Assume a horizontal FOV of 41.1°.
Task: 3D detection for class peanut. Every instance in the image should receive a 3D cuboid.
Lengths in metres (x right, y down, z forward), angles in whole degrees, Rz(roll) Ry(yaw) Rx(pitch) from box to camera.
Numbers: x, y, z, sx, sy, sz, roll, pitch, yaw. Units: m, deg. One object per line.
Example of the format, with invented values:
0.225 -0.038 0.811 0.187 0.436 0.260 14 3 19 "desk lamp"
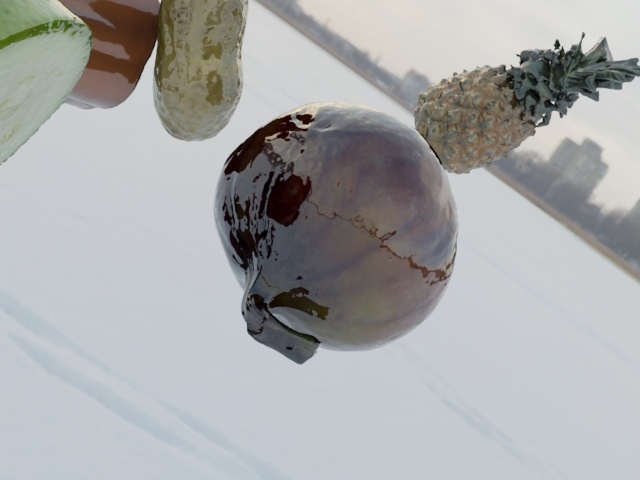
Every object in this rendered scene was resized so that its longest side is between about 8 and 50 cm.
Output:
-0.123 -0.194 0.889 0.095 0.226 0.108 -9 48 -24 "peanut"

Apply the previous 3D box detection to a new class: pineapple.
0.316 -0.224 1.298 0.169 0.340 0.169 33 46 -42 "pineapple"

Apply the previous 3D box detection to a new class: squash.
-0.253 -0.086 0.603 0.041 0.219 0.219 43 10 -5 "squash"

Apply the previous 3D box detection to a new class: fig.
0.009 -0.012 0.772 0.214 0.235 0.235 -10 35 -28 "fig"

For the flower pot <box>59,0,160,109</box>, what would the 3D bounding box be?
-0.292 -0.243 0.895 0.190 0.191 0.173 42 19 31 "flower pot"
